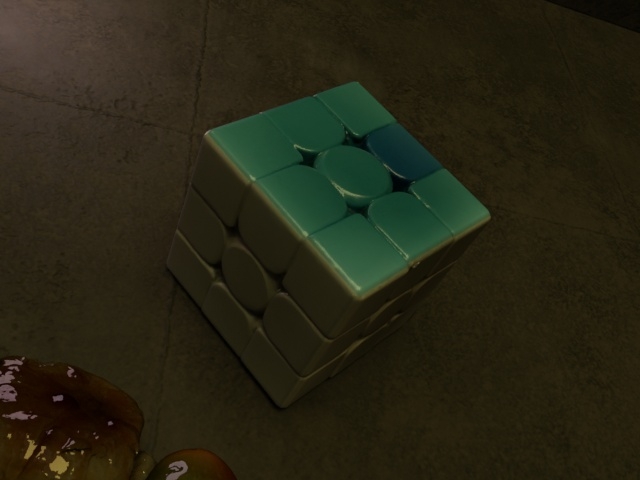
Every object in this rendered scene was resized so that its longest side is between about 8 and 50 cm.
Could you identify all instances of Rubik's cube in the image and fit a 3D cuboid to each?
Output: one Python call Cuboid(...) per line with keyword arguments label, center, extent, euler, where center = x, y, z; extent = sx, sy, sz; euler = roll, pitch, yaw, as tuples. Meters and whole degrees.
Cuboid(label="Rubik's cube", center=(0.000, 0.000, 0.979), extent=(0.291, 0.291, 0.290), euler=(-27, 66, -38))

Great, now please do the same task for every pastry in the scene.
Cuboid(label="pastry", center=(-0.279, 0.210, 0.744), extent=(0.229, 0.100, 0.218), euler=(28, 8, 6))

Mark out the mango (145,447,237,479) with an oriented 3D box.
Cuboid(label="mango", center=(-0.139, 0.341, 0.658), extent=(0.129, 0.146, 0.289), euler=(11, 56, 1))
